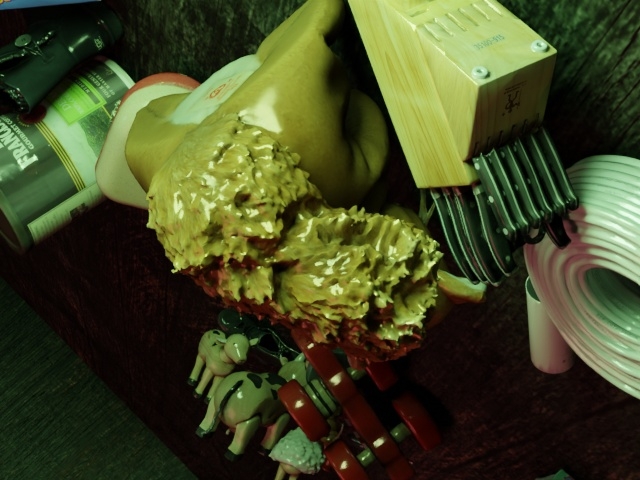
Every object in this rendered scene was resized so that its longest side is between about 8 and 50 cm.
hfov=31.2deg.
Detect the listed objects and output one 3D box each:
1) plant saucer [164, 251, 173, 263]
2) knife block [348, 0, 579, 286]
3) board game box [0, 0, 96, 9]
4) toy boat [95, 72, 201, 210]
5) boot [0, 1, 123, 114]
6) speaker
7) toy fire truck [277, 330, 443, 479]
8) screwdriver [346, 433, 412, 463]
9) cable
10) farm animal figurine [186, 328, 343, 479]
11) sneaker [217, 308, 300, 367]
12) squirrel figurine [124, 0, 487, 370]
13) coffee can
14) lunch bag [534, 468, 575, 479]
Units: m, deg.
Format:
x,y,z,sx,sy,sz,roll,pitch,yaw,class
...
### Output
x,y,z,sx,sy,sz,roll,pitch,yaw,class
-0.254,0.018,2.136,0.067,0.018,0.192,47,157,1,plant saucer
0.122,-0.102,1.050,0.275,0.088,0.242,49,152,33,knife block
-0.472,-0.412,1.508,0.347,0.078,0.233,1,144,25,board game box
-0.232,-0.158,1.663,0.151,0.151,0.231,15,139,-18,toy boat
-0.439,-0.301,1.694,0.246,0.207,0.094,34,154,31,boot
0.260,0.090,1.284,0.055,0.055,0.136,32,153,33,speaker
0.043,0.252,1.831,0.302,0.169,0.254,55,175,-15,toy fire truck
0.105,0.383,2.084,0.170,0.025,0.024,17,143,52,screwdriver
0.303,0.043,1.082,0.257,0.089,0.257,44,158,7,cable
-0.098,0.257,1.962,0.330,0.172,0.327,28,-169,13,farm animal figurine
-0.114,0.178,2.110,0.170,0.051,0.089,41,157,2,sneaker
0.000,0.000,1.198,0.370,0.281,0.397,51,-161,-23,squirrel figurine
-0.405,-0.134,1.788,0.201,0.275,0.201,45,158,24,coffee can
0.310,0.483,1.571,0.223,0.262,0.160,46,158,7,lunch bag
